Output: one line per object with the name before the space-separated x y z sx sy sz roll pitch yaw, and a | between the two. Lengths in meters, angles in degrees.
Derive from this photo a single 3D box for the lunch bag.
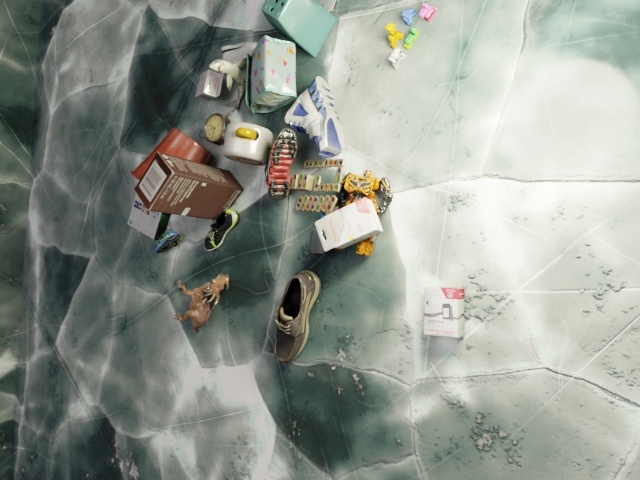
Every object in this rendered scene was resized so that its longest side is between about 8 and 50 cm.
lunch bag | -0.208 -0.634 1.812 0.262 0.160 0.223 -5 84 60

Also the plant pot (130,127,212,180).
plant pot | -0.625 -0.324 2.003 0.272 0.272 0.265 34 89 31

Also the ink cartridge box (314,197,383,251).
ink cartridge box | 0.091 -0.047 1.525 0.198 0.067 0.115 -24 76 24

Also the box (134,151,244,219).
box | -0.513 -0.203 1.846 0.143 0.381 0.191 49 112 24

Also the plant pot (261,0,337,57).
plant pot | -0.093 -0.829 1.717 0.165 0.234 0.166 43 109 29

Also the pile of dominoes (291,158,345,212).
pile of dominoes | -0.020 -0.202 1.683 0.251 0.040 0.196 9 90 52

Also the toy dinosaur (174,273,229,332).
toy dinosaur | -0.499 0.276 1.954 0.200 0.127 0.296 14 99 26

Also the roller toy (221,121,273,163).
roller toy | -0.288 -0.386 1.825 0.191 0.209 0.146 9 90 39

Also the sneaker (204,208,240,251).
sneaker | -0.440 -0.051 1.953 0.235 0.097 0.084 -48 62 20

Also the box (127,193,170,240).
box | -0.803 -0.188 2.228 0.232 0.058 0.322 25 100 32

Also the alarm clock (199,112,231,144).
alarm clock | -0.461 -0.482 2.026 0.192 0.064 0.129 -6 83 30

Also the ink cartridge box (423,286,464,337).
ink cartridge box | 0.378 0.219 1.417 0.109 0.063 0.150 -1 85 33

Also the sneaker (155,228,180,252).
sneaker | -0.706 0.015 2.136 0.188 0.078 0.067 -34 38 40

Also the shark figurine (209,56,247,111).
shark figurine | -0.368 -0.677 1.921 0.166 0.278 0.116 -41 67 -13

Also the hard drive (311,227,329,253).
hard drive | 0.000 0.000 1.665 0.135 0.022 0.094 177 97 -70

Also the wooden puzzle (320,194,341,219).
wooden puzzle | 0.043 -0.123 1.697 0.116 0.014 0.078 -26 68 28

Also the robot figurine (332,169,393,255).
robot figurine | 0.132 -0.101 1.592 0.211 0.085 0.291 11 92 28

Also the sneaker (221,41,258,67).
sneaker | -0.320 -0.782 1.960 0.235 0.090 0.095 4 101 37

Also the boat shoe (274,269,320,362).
boat shoe | -0.114 0.276 1.692 0.132 0.130 0.355 17 95 33

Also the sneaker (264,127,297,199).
sneaker | -0.157 -0.300 1.764 0.135 0.097 0.276 -123 40 -57

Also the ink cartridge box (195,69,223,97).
ink cartridge box | -0.486 -0.678 2.019 0.181 0.061 0.104 17 95 59

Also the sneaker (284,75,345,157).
sneaker | -0.029 -0.429 1.717 0.182 0.127 0.315 -24 66 33

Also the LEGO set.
LEGO set | 0.276 -0.708 1.550 0.087 0.093 0.227 44 109 28
